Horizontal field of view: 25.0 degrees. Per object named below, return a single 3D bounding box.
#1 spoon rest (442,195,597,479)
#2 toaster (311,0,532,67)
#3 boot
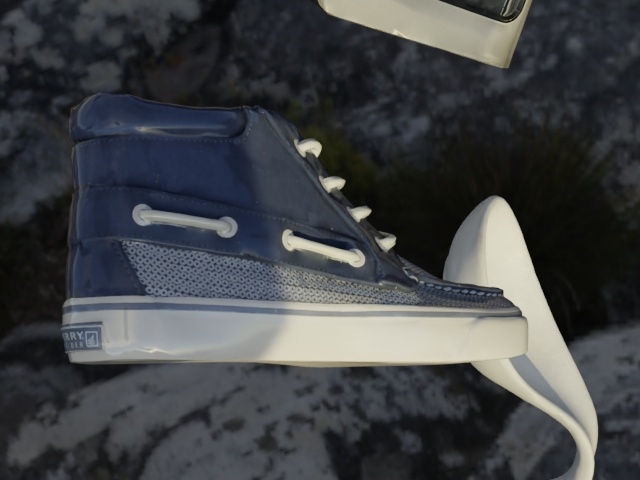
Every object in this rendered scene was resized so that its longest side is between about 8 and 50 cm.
[{"bbox_3d":[0.150,0.095,1.052,0.084,0.276,0.137,-5,32,18],"label":"spoon rest"},{"bbox_3d":[0.055,-0.180,0.699,0.110,0.168,0.186,18,11,-11],"label":"toaster"},{"bbox_3d":[0.000,0.000,0.497,0.069,0.190,0.086,-8,80,49],"label":"boot"}]
